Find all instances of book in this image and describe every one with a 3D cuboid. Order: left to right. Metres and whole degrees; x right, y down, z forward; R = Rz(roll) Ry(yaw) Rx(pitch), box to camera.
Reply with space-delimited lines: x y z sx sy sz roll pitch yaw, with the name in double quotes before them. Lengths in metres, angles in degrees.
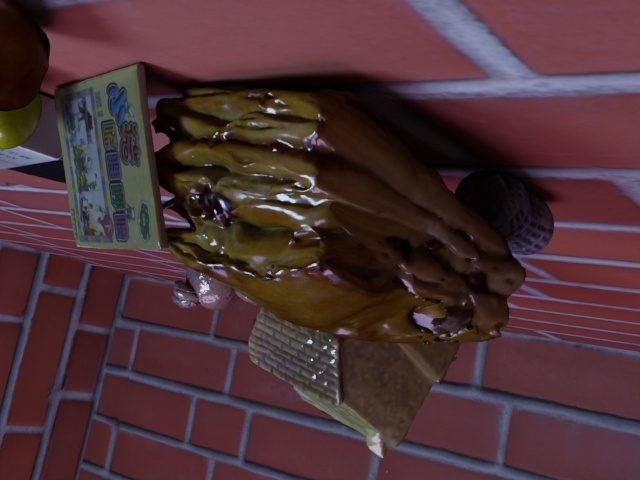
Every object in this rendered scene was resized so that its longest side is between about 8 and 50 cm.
"book" -0.207 -0.075 0.834 0.013 0.168 0.192 -11 -173 -38

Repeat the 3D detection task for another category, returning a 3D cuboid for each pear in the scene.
"pear" -0.319 -0.137 0.846 0.092 0.092 0.097 16 155 -24

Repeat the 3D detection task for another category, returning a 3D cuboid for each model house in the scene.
"model house" 0.042 0.098 1.251 0.261 0.321 0.266 20 163 41

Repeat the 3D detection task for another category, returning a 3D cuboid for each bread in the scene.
"bread" 0.000 0.000 0.809 0.277 0.167 0.324 11 159 46

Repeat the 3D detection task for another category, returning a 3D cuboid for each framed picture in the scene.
"framed picture" -0.490 -0.132 1.348 0.324 0.013 0.244 15 171 -19

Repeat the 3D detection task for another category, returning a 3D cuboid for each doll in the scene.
"doll" -0.105 0.019 1.471 0.303 0.156 0.201 -14 -159 26

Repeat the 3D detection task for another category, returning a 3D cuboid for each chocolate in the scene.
"chocolate" 0.190 -0.028 0.884 0.072 0.072 0.167 6 172 35

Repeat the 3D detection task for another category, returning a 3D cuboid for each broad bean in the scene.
"broad bean" -0.270 -0.158 0.638 0.114 0.084 0.165 -6 163 6

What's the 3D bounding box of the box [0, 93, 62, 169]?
"box" -0.417 -0.138 0.997 0.168 0.071 0.259 19 170 -38
